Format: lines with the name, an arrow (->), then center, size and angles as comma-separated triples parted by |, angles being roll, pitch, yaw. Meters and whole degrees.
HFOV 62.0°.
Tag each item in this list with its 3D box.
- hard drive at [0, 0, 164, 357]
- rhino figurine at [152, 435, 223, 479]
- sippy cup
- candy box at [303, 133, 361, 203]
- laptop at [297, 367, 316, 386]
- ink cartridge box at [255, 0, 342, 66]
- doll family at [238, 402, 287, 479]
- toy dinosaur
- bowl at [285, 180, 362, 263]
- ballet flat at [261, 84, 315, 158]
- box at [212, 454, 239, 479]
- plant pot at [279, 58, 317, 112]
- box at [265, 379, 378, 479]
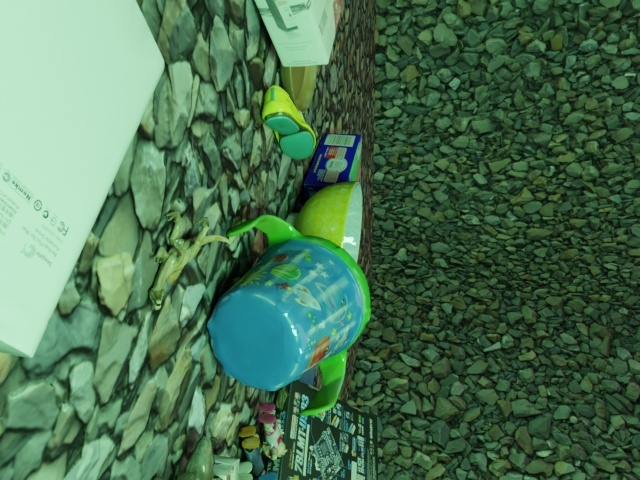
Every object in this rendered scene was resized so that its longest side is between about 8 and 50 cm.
hard drive -> -0.213, -0.094, 0.389 | 0.203, 0.040, 0.307 | 77, 22, -60
rhino figurine -> -0.186, 0.357, 0.703 | 0.243, 0.073, 0.106 | -67, 156, -61
sippy cup -> -0.060, 0.126, 0.883 | 0.240, 0.305, 0.224 | -58, 168, 24
candy box -> 0.044, -0.099, 1.505 | 0.268, 0.122, 0.317 | -72, 166, -47
laptop -> 0.024, 0.551, 1.506 | 0.236, 0.408, 0.382 | -46, 158, -11
ink cartridge box -> -0.042, -0.425, 0.884 | 0.218, 0.092, 0.158 | 63, 34, -57
doll family -> -0.126, 0.459, 1.042 | 0.263, 0.118, 0.163 | -101, -178, -59
toy dinosaur -> -0.173, 0.009, 0.678 | 0.183, 0.053, 0.092 | -55, 165, -54
bowl -> 0.000, 0.000, 1.241 | 0.289, 0.156, 0.289 | 6, 90, -79
ballet flat -> -0.060, -0.232, 1.042 | 0.231, 0.077, 0.077 | 42, 38, -74
box -> -0.180, 0.504, 0.837 | 0.063, 0.067, 0.323 | -10, 105, -78
plant pot -> -0.046, -0.389, 1.117 | 0.236, 0.032, 0.236 | 5, 90, -79
box -> 0.011, 0.513, 1.249 | 0.073, 0.293, 0.295 | -39, -148, 36
